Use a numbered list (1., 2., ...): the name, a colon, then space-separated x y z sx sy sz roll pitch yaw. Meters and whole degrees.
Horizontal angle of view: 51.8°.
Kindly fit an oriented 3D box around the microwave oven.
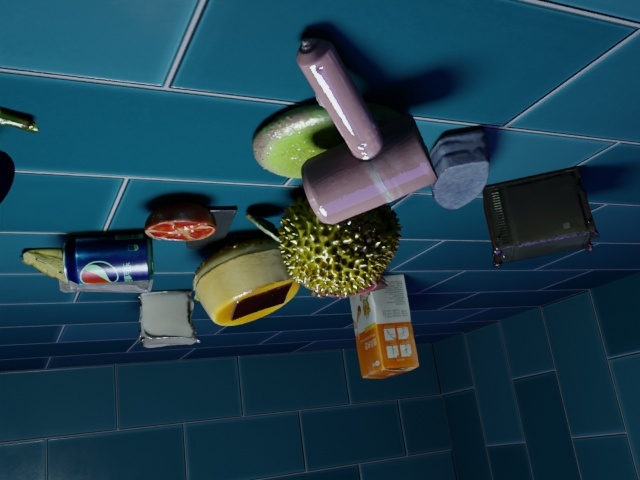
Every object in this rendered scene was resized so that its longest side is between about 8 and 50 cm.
1. microwave oven: 0.534 -0.050 1.633 0.247 0.178 0.188 -11 160 11

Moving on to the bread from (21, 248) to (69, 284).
1. bread: -0.675 0.065 1.620 0.109 0.080 0.084 -3 160 -24

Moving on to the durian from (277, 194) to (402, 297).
1. durian: 0.052 -0.005 1.471 0.292 0.258 0.258 1 161 -43

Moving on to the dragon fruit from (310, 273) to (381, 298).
1. dragon fruit: 0.074 0.097 1.918 0.282 0.147 0.211 -18 169 17

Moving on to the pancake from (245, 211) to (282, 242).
1. pancake: -0.124 -0.031 1.540 0.116 0.023 0.129 28 -174 -41

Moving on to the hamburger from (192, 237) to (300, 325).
1. hamburger: -0.199 0.101 1.757 0.300 0.176 0.300 -21 160 -8

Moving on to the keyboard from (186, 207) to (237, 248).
1. keyboard: -0.283 -0.004 1.664 0.103 0.041 0.381 -1 155 -18

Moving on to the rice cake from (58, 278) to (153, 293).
1. rice cake: -0.608 0.125 1.885 0.269 0.055 0.049 4 164 -39

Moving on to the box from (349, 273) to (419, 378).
1. box: 0.224 0.315 2.374 0.143 0.341 0.225 -3 162 -19

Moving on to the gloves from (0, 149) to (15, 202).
1. gloves: -0.601 -0.126 1.019 0.218 0.131 0.140 24 163 2

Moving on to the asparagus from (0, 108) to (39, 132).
1. asparagus: -0.482 -0.187 1.003 0.025 0.021 0.108 -27 155 36

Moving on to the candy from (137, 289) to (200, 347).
1. candy: -0.502 0.262 2.156 0.195 0.185 0.137 -2 157 -17

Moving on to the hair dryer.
1. hair dryer: 0.033 -0.180 1.041 0.210 0.125 0.352 -22 138 15

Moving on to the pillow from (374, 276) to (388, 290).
1. pillow: 0.130 0.136 2.209 0.171 0.075 0.179 -13 162 17

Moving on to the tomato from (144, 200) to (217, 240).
1. tomato: -0.307 -0.048 1.441 0.155 0.069 0.155 -4 165 -1

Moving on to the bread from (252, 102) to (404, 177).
1. bread: 0.016 -0.174 1.230 0.301 0.045 0.301 -7 164 -2

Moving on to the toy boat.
1. toy boat: 0.289 -0.142 1.398 0.127 0.078 0.283 -12 161 2

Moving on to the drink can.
1. drink can: -0.502 0.043 1.569 0.204 0.118 0.118 -3 162 -12
